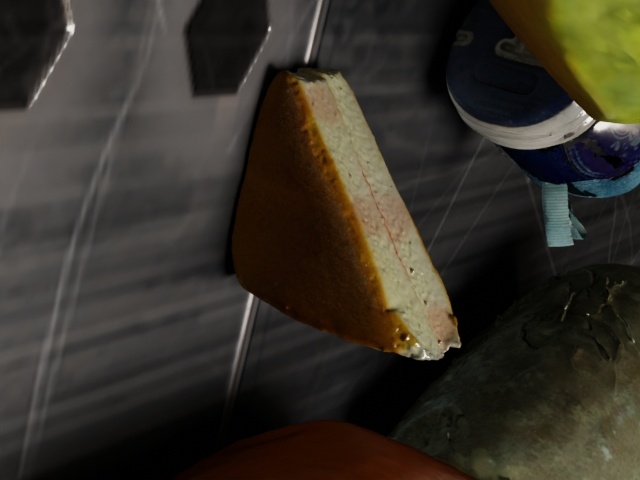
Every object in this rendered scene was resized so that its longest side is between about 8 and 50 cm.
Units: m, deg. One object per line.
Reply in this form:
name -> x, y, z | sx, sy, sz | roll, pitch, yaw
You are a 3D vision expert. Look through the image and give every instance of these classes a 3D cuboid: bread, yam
bread -> 0.000, 0.000, 0.482 | 0.062, 0.109, 0.043 | -32, 170, 34
yam -> 0.112, 0.106, 0.680 | 0.254, 0.154, 0.154 | -32, 136, -45

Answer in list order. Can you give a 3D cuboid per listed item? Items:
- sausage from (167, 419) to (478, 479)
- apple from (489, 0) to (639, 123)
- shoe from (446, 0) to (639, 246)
sausage -> -0.017, 0.151, 0.461 | 0.268, 0.141, 0.153 | -12, 119, -59
apple -> 0.196, -0.161, 0.414 | 0.374, 0.374, 0.384 | -32, 132, -51
shoe -> 0.138, -0.098, 0.611 | 0.207, 0.091, 0.106 | -53, 135, -19
